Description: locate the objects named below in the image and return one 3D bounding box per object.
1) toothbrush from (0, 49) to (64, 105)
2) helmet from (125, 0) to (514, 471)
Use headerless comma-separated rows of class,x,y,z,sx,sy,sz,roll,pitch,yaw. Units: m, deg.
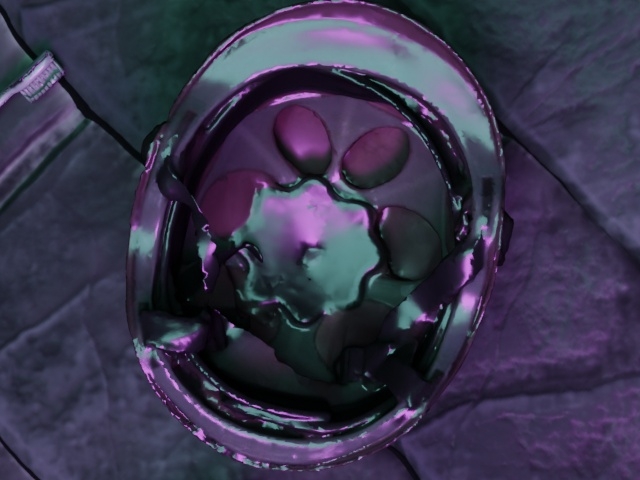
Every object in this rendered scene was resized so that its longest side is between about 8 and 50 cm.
toothbrush,-0.322,-0.058,1.476,0.288,0.024,0.026,-40,99,11
helmet,0.000,0.000,1.319,0.271,0.197,0.338,12,89,3
